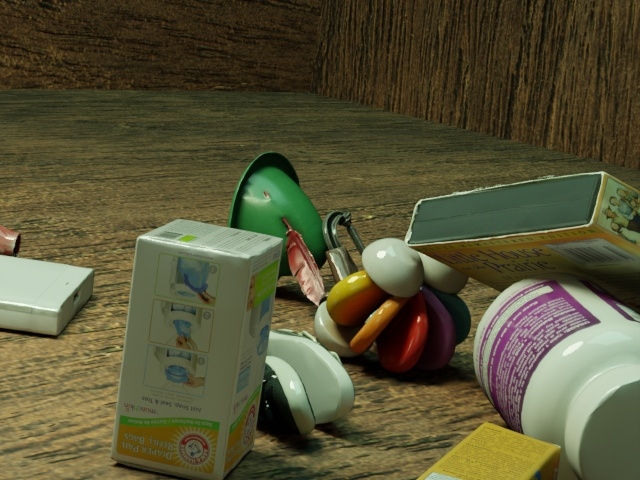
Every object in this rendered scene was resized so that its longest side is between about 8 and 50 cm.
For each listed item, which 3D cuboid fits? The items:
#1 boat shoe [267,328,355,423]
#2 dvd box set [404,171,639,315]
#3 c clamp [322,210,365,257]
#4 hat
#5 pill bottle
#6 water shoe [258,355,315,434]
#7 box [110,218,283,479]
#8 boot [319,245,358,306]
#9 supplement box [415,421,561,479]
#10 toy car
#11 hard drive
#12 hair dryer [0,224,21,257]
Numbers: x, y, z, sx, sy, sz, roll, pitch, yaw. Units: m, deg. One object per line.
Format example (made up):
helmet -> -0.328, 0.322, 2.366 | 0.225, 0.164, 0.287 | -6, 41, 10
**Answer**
boat shoe -> -0.017, 0.127, 1.557 | 0.070, 0.078, 0.219 | -1, 13, -31
dvd box set -> 0.342, 0.049, 1.641 | 0.420, 0.062, 0.307 | 25, -17, -27
c clamp -> 0.050, 0.024, 1.990 | 0.022, 0.161, 0.137 | -22, 22, 26
hat -> 0.000, 0.000, 1.940 | 0.183, 0.208, 0.173 | 9, 3, 31
pill bottle -> 0.255, 0.142, 1.435 | 0.169, 0.169, 0.301 | 6, 12, -9
water shoe -> -0.075, 0.149, 1.491 | 0.080, 0.073, 0.203 | -26, 25, -19
box -> -0.108, 0.094, 1.348 | 0.103, 0.203, 0.114 | 10, 10, 11
boot -> 0.021, 0.048, 1.854 | 0.037, 0.114, 0.106 | -28, -37, 19
supplement box -> 0.125, 0.216, 1.222 | 0.080, 0.078, 0.233 | 12, 13, 19
toy car -> 0.096, 0.086, 1.726 | 0.182, 0.159, 0.136 | -3, 50, -43
hard drive -> -0.432, 0.048, 1.767 | 0.307, 0.040, 0.203 | 8, 12, 1
hair dryer -> -0.494, -0.026, 1.985 | 0.293, 0.080, 0.223 | 18, 15, 40
